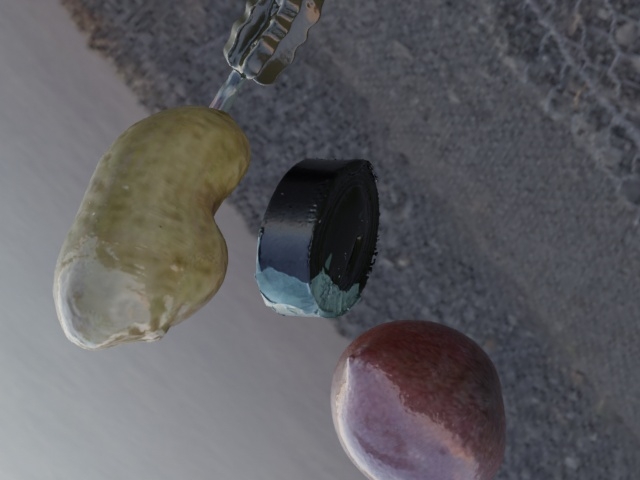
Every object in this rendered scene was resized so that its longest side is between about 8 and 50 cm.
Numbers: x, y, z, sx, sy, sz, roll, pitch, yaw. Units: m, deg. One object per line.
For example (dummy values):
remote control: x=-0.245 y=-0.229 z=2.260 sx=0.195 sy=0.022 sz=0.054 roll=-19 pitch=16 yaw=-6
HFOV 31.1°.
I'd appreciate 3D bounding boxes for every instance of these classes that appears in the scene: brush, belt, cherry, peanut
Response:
brush: x=-0.101 y=-0.179 z=1.314 sx=0.071 sy=0.084 sz=0.301 roll=40 pitch=105 yaw=19
belt: x=0.000 y=0.000 z=1.242 sx=0.078 sy=0.198 sz=0.151 roll=4 pitch=136 yaw=27
cherry: x=0.110 y=0.210 z=1.431 sx=0.239 sy=0.239 sz=0.206 roll=34 pitch=141 yaw=-1
peanut: x=-0.139 y=-0.016 z=0.984 sx=0.137 sy=0.253 sz=0.122 roll=22 pitch=152 yaw=-15
